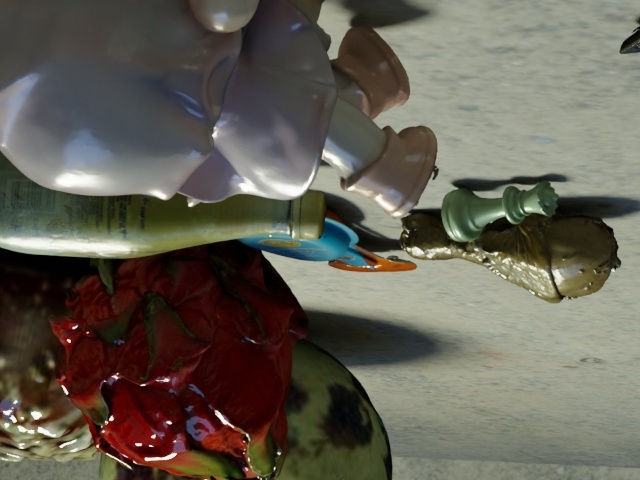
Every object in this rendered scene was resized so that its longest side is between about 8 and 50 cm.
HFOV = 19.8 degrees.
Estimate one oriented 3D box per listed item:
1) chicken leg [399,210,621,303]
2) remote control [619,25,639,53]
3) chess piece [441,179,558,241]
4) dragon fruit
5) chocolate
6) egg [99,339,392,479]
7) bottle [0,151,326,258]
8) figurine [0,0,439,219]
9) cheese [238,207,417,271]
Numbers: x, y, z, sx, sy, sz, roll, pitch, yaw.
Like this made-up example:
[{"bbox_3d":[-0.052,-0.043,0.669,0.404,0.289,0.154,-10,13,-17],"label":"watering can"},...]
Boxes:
[{"bbox_3d":[0.149,0.008,1.484,0.198,0.069,0.085,6,169,30],"label":"chicken leg"},{"bbox_3d":[0.190,-0.118,0.978,0.034,0.016,0.091,-8,173,-17],"label":"remote control"},{"bbox_3d":[0.140,-0.026,1.391,0.093,0.042,0.042,-13,160,36],"label":"chess piece"},{"bbox_3d":[-0.103,0.118,1.630,0.293,0.234,0.234,45,154,-15],"label":"dragon fruit"},{"bbox_3d":[-0.281,0.118,1.837,0.225,0.210,0.340,7,168,3],"label":"chocolate"},{"bbox_3d":[-0.086,0.277,2.180,0.345,0.345,0.428,5,170,2],"label":"egg"},{"bbox_3d":[-0.130,-0.026,1.395,0.270,0.083,0.083,3,168,2],"label":"bottle"},{"bbox_3d":[-0.070,-0.081,0.984,0.276,0.133,0.200,9,164,-24],"label":"figurine"},{"bbox_3d":[0.000,0.000,1.578,0.106,0.037,0.256,0,169,28],"label":"cheese"}]
